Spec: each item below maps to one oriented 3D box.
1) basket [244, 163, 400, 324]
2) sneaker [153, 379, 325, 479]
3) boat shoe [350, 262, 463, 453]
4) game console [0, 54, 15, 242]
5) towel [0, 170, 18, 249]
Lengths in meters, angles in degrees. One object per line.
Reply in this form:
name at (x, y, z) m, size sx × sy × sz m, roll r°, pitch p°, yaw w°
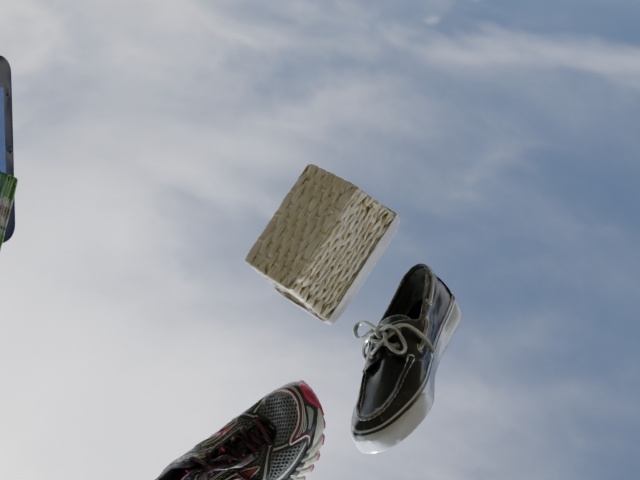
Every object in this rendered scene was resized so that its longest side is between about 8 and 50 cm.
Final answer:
basket at (0.000, 0.000, 1.208) m, size 0.113 × 0.103 × 0.167 m, roll 29°, pitch -97°, yaw 44°
sneaker at (-0.115, 0.296, 1.254) m, size 0.299 × 0.112 × 0.121 m, roll -44°, pitch -129°, yaw 12°
boat shoe at (0.103, 0.143, 1.271) m, size 0.113 × 0.105 × 0.306 m, roll -14°, pitch -152°, yaw 40°
game console at (-0.488, -0.110, 1.359) m, size 0.173 × 0.293 × 0.250 m, roll -6°, pitch -165°, yaw -31°
towel at (-0.463, -0.022, 1.349) m, size 0.023 × 0.152 × 0.113 m, roll 14°, pitch -179°, yaw -33°
